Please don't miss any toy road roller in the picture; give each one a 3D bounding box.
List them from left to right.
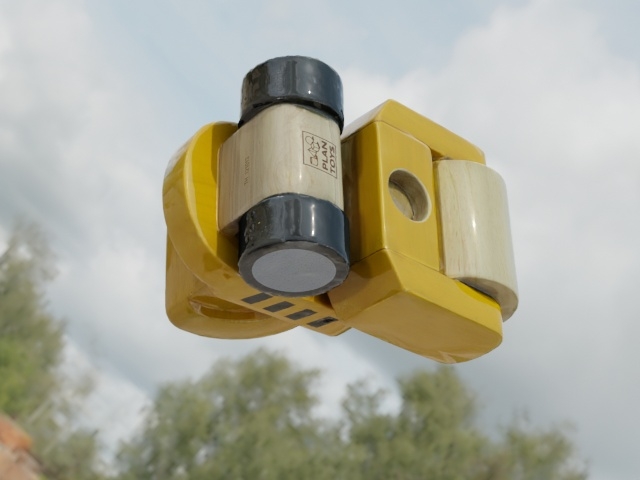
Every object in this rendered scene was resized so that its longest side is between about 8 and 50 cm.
[{"bbox_3d":[0.000,0.000,1.366,0.329,0.202,0.240,22,-38,-34],"label":"toy road roller"}]
